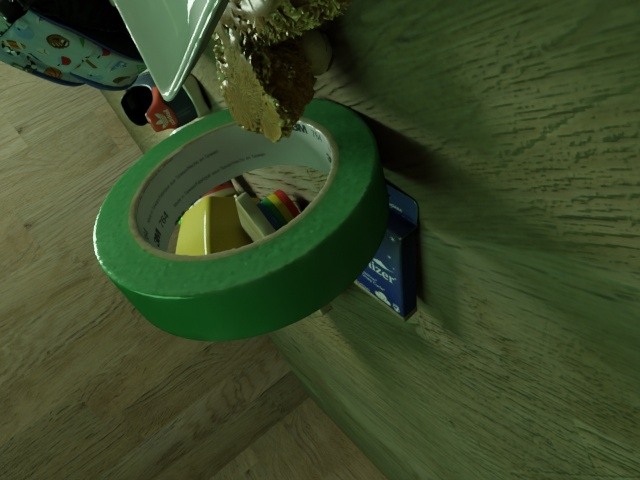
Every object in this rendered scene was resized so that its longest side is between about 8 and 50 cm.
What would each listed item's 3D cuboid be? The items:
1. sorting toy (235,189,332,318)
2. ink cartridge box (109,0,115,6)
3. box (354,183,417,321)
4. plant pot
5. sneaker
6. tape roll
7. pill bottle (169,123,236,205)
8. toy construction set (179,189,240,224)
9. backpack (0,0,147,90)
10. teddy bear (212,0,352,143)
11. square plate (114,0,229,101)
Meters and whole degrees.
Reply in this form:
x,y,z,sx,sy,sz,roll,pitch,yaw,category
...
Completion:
x,y,z,sx,sy,sz,roll,pitch,yaw,category
-0.051,0.024,1.005,0.257,0.089,0.255,53,169,4,sorting toy
-0.289,-0.471,0.635,0.272,0.115,0.198,60,163,-21,ink cartridge box
0.073,0.005,0.701,0.136,0.037,0.225,37,152,35,box
-0.224,0.006,1.204,0.212,0.212,0.187,-25,72,50,plant pot
-0.391,-0.339,1.145,0.350,0.148,0.131,37,157,46,sneaker
-0.087,-0.042,0.572,0.321,0.321,0.077,40,159,42,tape roll
-0.293,-0.181,1.243,0.193,0.108,0.108,66,164,1,pill bottle
-0.305,-0.092,1.462,0.328,0.151,0.214,20,119,51,toy construction set
-0.387,-0.369,0.818,0.213,0.264,0.276,-22,63,41,backpack
-0.057,-0.265,0.461,0.245,0.113,0.337,15,132,55,teddy bear
-0.109,-0.324,0.322,0.344,0.049,0.347,-28,86,55,square plate
